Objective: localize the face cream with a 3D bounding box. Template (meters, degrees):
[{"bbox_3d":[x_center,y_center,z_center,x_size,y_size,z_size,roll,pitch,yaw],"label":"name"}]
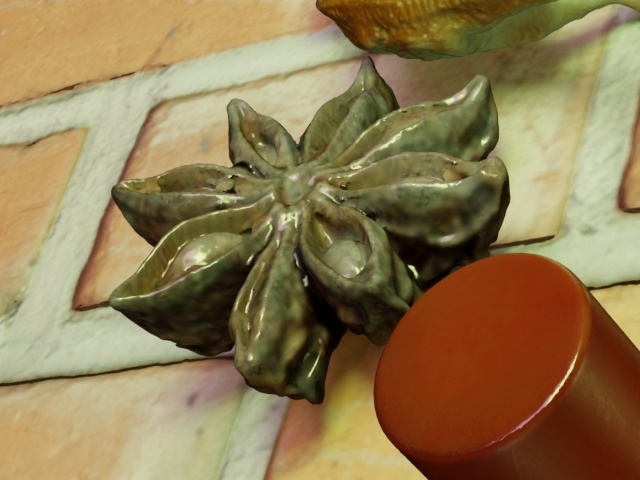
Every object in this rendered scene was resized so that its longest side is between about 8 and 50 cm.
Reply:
[{"bbox_3d":[0.115,0.102,0.764,0.096,0.214,0.096,-24,41,23],"label":"face cream"}]

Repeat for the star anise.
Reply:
[{"bbox_3d":[-0.001,0.001,1.060,0.223,0.109,0.236,21,52,41],"label":"star anise"}]

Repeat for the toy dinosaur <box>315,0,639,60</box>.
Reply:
[{"bbox_3d":[0.106,-0.153,1.085,0.206,0.092,0.393,-14,19,-7],"label":"toy dinosaur"}]
